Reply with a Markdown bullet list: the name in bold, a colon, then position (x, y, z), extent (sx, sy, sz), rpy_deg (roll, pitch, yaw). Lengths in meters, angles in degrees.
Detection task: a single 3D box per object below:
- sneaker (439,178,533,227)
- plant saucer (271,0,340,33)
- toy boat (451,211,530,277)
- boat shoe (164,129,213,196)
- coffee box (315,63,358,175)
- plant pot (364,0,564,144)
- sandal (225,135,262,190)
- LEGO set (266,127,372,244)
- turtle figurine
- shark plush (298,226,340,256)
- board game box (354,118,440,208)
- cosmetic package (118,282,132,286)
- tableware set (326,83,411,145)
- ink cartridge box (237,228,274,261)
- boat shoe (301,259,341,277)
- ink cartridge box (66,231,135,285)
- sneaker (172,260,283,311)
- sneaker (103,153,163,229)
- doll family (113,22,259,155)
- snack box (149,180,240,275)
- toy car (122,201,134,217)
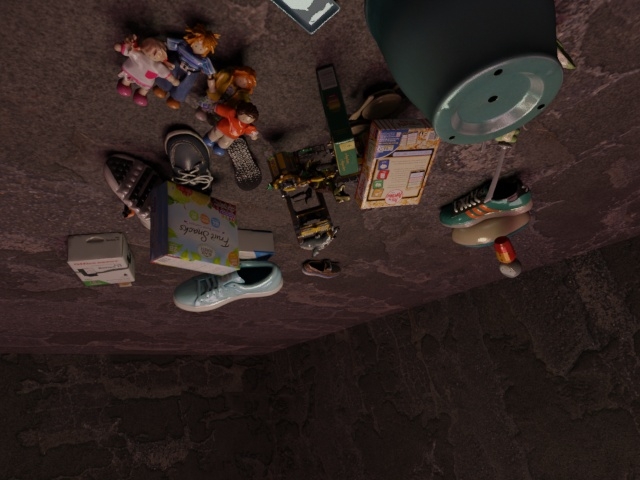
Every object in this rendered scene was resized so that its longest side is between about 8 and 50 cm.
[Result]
- **sneaker**: position (0.535, -0.133, 1.395), extent (0.303, 0.108, 0.121), rpy_deg (-15, 132, 30)
- **plant saucer**: position (-0.054, -0.386, 0.622), extent (0.067, 0.018, 0.192), rpy_deg (-27, 153, 33)
- **toy boat**: position (0.600, -0.011, 1.436), extent (0.268, 0.318, 0.148), rpy_deg (-22, 118, 18)
- **boat shoe**: position (-0.300, -0.155, 0.968), extent (0.096, 0.078, 0.254), rpy_deg (-7, 157, -13)
- **coffee box**: position (0.032, -0.231, 0.807), extent (0.041, 0.184, 0.113), rpy_deg (-14, 157, 3)
- **plant pot**: position (0.227, -0.302, 0.641), extent (0.272, 0.254, 0.271), rpy_deg (-9, 157, -4)
- **sandal**: position (-0.185, -0.190, 1.005), extent (0.067, 0.040, 0.179), rpy_deg (-15, 143, -4)
- **LEGO set**: position (0.038, -0.112, 1.007), extent (0.332, 0.191, 0.255), rpy_deg (-15, 168, -13)
- **turtle figurine**: position (0.377, -0.278, 0.852), extent (0.266, 0.274, 0.198), rpy_deg (-38, 180, 40)
- **shark plush**: position (0.000, 0.000, 1.507), extent (0.161, 0.073, 0.067), rpy_deg (-22, 125, 35)
- **board game box**: position (0.163, -0.160, 0.888), extent (0.147, 0.045, 0.193), rpy_deg (-6, 133, -18)
- **cosmetic package**: position (-0.686, 0.115, 1.451), extent (0.041, 0.060, 0.115), rpy_deg (-4, 155, -16)
- **tableware set**: position (0.100, -0.275, 0.927), extent (0.129, 0.039, 0.194), rpy_deg (-10, 166, -32)
- **ink cartridge box**: position (-0.267, 0.044, 1.442), extent (0.148, 0.085, 0.203), rpy_deg (4, 153, -30)
- **boat shoe**: position (0.015, 0.118, 1.768), extent (0.184, 0.066, 0.066), rpy_deg (1, 153, -27)
- **ink cartridge box**: position (-0.673, 0.061, 1.295), extent (0.153, 0.086, 0.208), rpy_deg (-5, 156, -15)
- **sneaker**: position (-0.307, 0.127, 1.368), extent (0.367, 0.135, 0.150), rpy_deg (-13, 149, -11)
- **sneaker**: position (-0.412, -0.084, 1.004), extent (0.119, 0.110, 0.292), rpy_deg (1, 144, 33)
- **doll family**: position (-0.207, -0.278, 0.720), extent (0.263, 0.118, 0.163), rpy_deg (29, 145, -31)
- **snack box**: position (-0.286, -0.021, 0.967), extent (0.070, 0.174, 0.207), rpy_deg (-20, 157, 31)
- **toy car**: position (-0.459, -0.100, 1.051), extent (0.041, 0.060, 0.122), rpy_deg (7, 151, -45)
